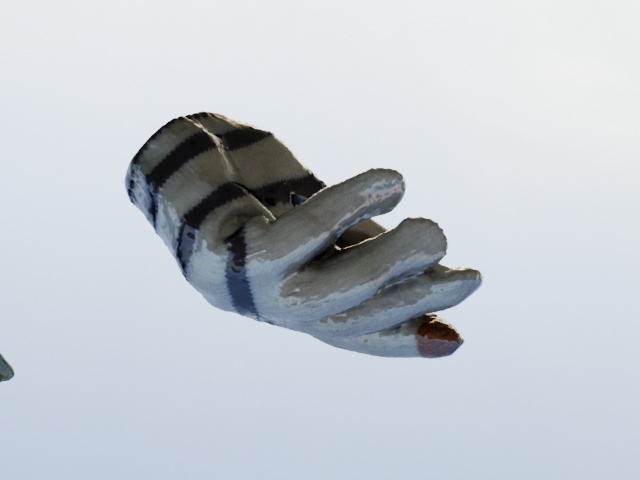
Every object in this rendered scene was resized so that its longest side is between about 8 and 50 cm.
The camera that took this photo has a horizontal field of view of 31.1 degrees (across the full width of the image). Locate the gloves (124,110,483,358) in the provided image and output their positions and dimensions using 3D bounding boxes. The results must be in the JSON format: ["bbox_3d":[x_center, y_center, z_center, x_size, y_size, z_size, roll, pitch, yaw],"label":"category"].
[{"bbox_3d":[-0.011,0.009,0.724,0.131,0.140,0.219,-44,-100,-11],"label":"gloves"}]

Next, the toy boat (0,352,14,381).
[{"bbox_3d":[-0.292,0.055,0.742,0.055,0.293,0.093,16,-111,19],"label":"toy boat"}]
